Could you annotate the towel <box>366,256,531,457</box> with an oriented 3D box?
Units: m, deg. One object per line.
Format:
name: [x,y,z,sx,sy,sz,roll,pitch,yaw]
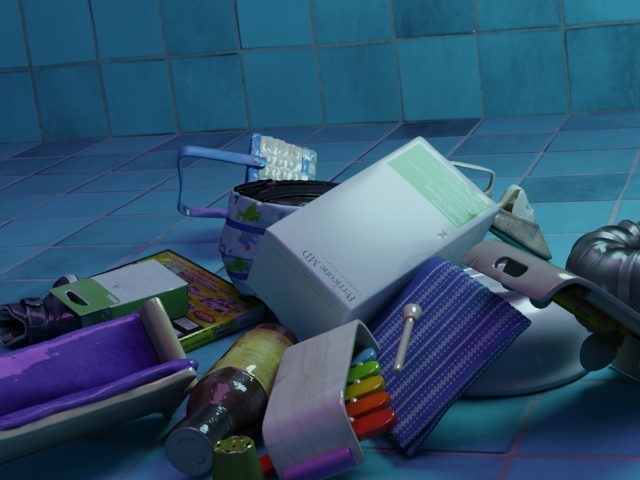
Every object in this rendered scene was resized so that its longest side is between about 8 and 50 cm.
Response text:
towel: [0.147,0.152,1.837,0.243,0.040,0.336,-47,21,0]

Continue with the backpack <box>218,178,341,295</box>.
backpack: [0.000,0.000,2.315,0.355,0.273,0.290,21,9,-22]

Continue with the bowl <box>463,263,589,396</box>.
bowl: [0.266,0.118,1.968,0.298,0.134,0.298,-6,16,2]

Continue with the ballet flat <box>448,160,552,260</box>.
ballet flat: [0.310,-0.067,2.382,0.316,0.106,0.107,27,5,-16]

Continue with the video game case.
video game case: [-0.274,0.109,2.296,0.275,0.035,0.248,26,33,37]

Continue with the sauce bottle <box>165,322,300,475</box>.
sauce bottle: [-0.118,0.218,1.814,0.111,0.111,0.344,-2,14,17]

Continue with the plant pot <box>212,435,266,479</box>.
plant pot: [-0.102,0.287,1.616,0.083,0.079,0.083,-6,15,2]

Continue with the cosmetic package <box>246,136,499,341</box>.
cosmetic package: [0.085,0.010,2.072,0.197,0.155,0.365,43,50,17]

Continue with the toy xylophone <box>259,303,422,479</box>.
toy xylophone: [0.030,0.195,1.736,0.236,0.081,0.323,-21,19,23]

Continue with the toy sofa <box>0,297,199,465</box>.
toy sofa: [-0.357,0.197,1.789,0.362,0.150,0.177,-16,-21,-30]

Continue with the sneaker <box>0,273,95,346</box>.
sneaker: [-0.510,0.125,2.372,0.163,0.086,0.226,-9,16,-18]

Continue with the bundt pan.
bundt pan: [0.548,0.045,2.129,0.331,0.124,0.331,-7,15,2]

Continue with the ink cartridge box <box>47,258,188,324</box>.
ink cartridge box: [-0.337,0.102,2.186,0.209,0.062,0.109,-17,34,-36]

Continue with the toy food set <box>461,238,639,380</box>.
toy food set: [0.352,0.115,1.757,0.306,0.092,0.220,32,0,-24]

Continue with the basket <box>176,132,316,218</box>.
basket: [-0.157,-0.111,2.742,0.289,0.201,0.255,9,-27,0]
